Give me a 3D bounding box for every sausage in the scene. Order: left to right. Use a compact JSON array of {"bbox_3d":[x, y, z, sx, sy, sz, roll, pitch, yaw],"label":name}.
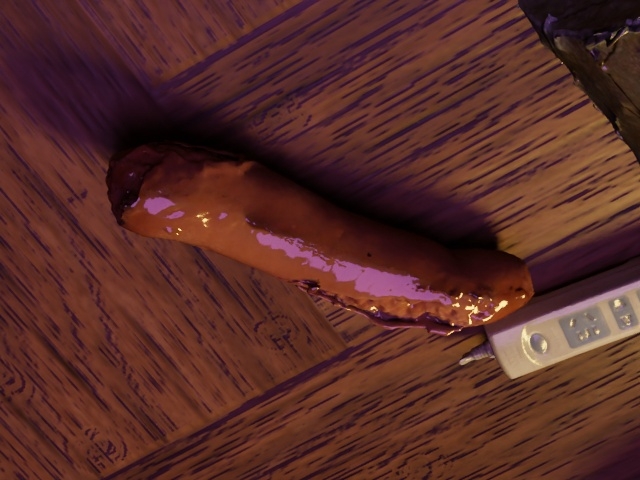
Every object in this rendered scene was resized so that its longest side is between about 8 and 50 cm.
[{"bbox_3d":[0.000,0.000,1.129,0.304,0.078,0.078,19,120,-17],"label":"sausage"}]

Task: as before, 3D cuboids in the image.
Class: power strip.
[{"bbox_3d":[0.186,0.052,1.198,0.191,0.030,0.047,-22,121,11],"label":"power strip"}]

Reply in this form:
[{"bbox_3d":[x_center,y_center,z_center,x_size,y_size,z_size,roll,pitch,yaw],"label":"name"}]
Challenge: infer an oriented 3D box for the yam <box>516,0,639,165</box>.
[{"bbox_3d":[0.297,-0.091,0.995,0.348,0.241,0.241,38,114,-21],"label":"yam"}]
